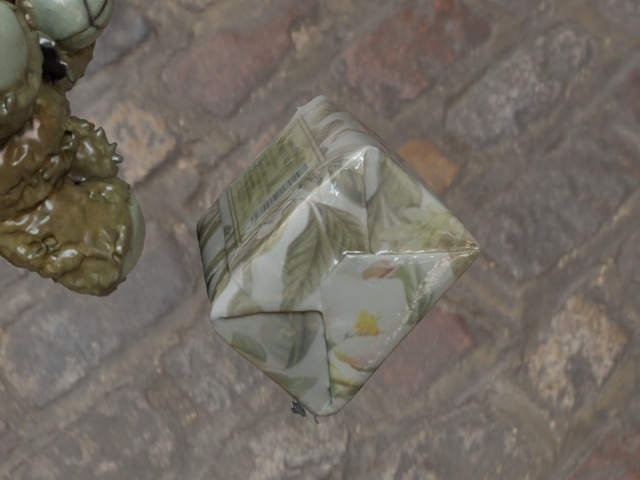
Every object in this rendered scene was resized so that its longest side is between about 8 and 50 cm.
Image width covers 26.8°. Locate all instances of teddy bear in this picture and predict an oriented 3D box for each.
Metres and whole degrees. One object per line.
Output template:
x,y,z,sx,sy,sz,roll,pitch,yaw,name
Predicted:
-0.206,-0.118,0.892,0.156,0.267,0.256,-3,53,16,teddy bear

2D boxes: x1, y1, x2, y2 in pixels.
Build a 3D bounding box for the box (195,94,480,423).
0.000,0.000,0.355,0.045,0.098,0.062,42,97,-13,box
